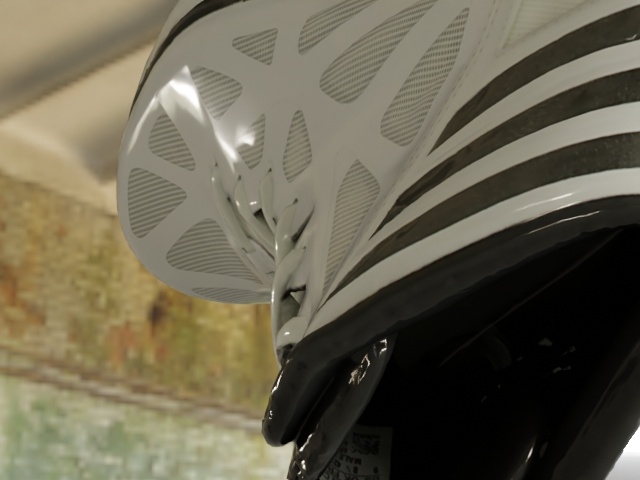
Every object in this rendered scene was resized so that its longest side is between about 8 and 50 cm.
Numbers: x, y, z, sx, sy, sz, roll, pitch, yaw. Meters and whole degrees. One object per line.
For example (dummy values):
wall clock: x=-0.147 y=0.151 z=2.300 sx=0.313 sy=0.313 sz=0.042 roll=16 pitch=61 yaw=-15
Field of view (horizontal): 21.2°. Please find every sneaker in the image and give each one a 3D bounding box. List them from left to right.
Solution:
sneaker: x=-0.001 y=-0.001 z=0.665 sx=0.169 sy=0.257 sz=0.447 roll=40 pitch=-32 yaw=-17
